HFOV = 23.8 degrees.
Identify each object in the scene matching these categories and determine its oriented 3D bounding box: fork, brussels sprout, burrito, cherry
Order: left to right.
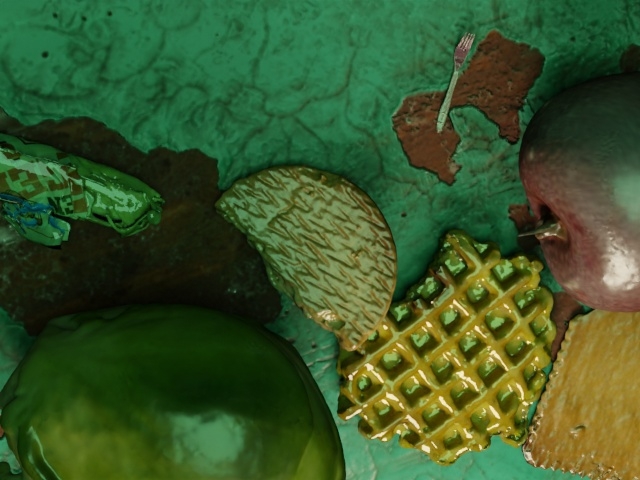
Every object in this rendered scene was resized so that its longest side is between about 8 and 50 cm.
[{"bbox_3d":[-0.310,-0.053,1.602,0.288,0.054,0.104,16,101,-13],"label":"burrito"},{"bbox_3d":[-0.145,0.208,1.592,0.371,0.276,0.315,39,108,-9],"label":"brussels sprout"},{"bbox_3d":[0.146,-0.174,1.676,0.016,0.012,0.115,14,106,-9],"label":"fork"},{"bbox_3d":[0.346,-0.058,1.637,0.307,0.221,0.261,-28,110,-21],"label":"cherry"}]

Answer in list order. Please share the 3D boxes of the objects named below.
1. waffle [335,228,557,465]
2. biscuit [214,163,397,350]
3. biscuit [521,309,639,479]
[{"bbox_3d":[0.141,0.124,1.727,0.291,0.051,0.291,-3,105,-11],"label":"waffle"},{"bbox_3d":[0.000,0.000,1.664,0.224,0.033,0.144,45,86,-4],"label":"biscuit"},{"bbox_3d":[0.376,0.184,1.803,0.232,0.013,0.237,16,100,-13],"label":"biscuit"}]
